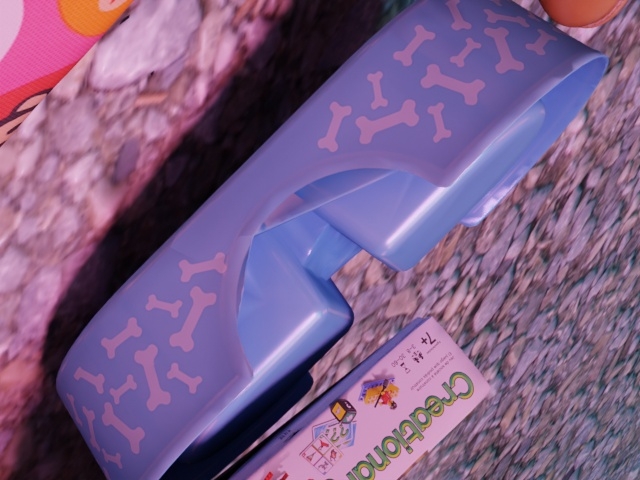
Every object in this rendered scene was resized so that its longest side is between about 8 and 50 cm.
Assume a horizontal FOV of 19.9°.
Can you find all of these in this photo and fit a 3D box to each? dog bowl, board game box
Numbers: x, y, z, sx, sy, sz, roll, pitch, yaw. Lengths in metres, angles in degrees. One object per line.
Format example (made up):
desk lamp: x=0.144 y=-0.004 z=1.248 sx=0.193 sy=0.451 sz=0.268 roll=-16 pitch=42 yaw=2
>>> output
dog bowl: x=0.000 y=0.000 z=0.827 sx=0.297 sy=0.074 sz=0.166 roll=-44 pitch=170 yaw=3
board game box: x=-0.060 y=0.160 z=0.908 sx=0.193 sy=0.053 sz=0.305 roll=-39 pitch=177 yaw=-36

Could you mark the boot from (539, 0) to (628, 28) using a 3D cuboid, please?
boot: x=0.093 y=-0.156 z=0.858 sx=0.152 sy=0.073 sz=0.197 roll=-41 pitch=145 yaw=-34

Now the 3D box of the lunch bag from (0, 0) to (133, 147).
lunch bag: x=-0.140 y=-0.050 z=0.321 sx=0.293 sy=0.120 sz=0.258 roll=-46 pitch=174 yaw=33
